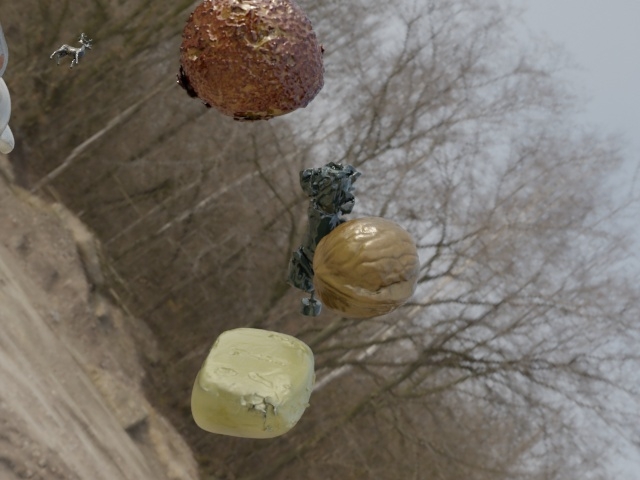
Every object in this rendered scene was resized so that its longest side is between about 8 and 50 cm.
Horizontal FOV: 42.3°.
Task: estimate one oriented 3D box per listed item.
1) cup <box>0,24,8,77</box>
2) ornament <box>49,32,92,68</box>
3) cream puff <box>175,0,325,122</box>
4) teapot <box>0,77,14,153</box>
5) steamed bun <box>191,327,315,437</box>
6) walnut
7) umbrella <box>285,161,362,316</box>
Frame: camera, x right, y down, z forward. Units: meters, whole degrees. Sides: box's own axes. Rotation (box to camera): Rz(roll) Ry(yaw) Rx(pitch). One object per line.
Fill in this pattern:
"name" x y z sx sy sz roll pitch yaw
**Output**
"cup" -0.744 -0.441 1.617 0.212 0.212 0.317 52 -20 5
"ornament" -0.599 -0.463 2.001 0.073 0.125 0.028 14 -41 0
"cream puff" -0.148 -0.433 1.849 0.350 0.350 0.229 49 -34 22
"teapot" -0.820 -0.336 1.931 0.139 0.204 0.298 -48 124 -68
"steamed bun" -0.131 0.304 1.660 0.273 0.231 0.166 -70 166 -61
"walnut" 0.086 0.056 1.658 0.228 0.228 0.228 50 -10 12
"umbrella" -0.003 -0.001 1.792 0.094 0.143 0.349 -133 -132 -60
